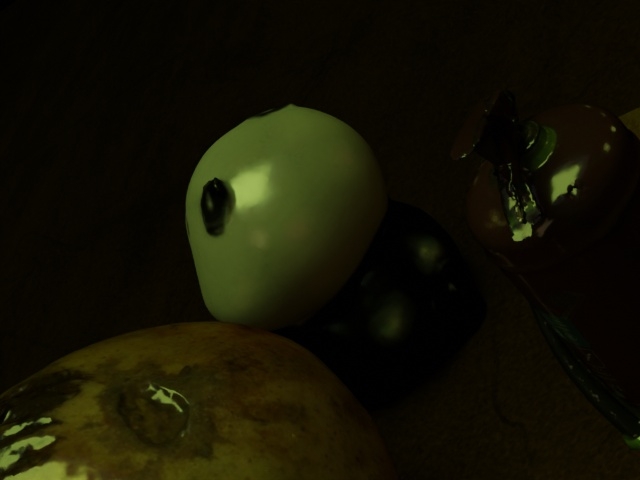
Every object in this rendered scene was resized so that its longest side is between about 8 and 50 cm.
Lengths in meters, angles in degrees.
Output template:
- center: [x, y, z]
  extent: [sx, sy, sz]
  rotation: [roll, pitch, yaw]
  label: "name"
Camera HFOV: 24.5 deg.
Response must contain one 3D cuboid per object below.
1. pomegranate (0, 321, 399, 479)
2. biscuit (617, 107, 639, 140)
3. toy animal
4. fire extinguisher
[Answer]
- center: [-0.103, 0.204, 0.963]
  extent: [0.322, 0.322, 0.322]
  rotation: [-32, 29, 21]
  label: "pomegranate"
- center: [0.267, -0.019, 1.034]
  extent: [0.197, 0.049, 0.301]
  rotation: [-39, 27, 0]
  label: "biscuit"
- center: [-0.003, 0.004, 1.175]
  extent: [0.165, 0.235, 0.187]
  rotation: [-25, 32, 43]
  label: "toy animal"
- center: [0.168, 0.040, 0.763]
  extent: [0.105, 0.341, 0.141]
  rotation: [-35, 30, 18]
  label: "fire extinguisher"
